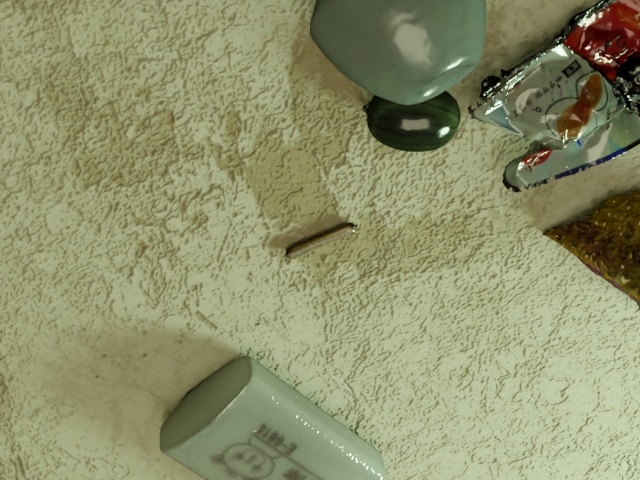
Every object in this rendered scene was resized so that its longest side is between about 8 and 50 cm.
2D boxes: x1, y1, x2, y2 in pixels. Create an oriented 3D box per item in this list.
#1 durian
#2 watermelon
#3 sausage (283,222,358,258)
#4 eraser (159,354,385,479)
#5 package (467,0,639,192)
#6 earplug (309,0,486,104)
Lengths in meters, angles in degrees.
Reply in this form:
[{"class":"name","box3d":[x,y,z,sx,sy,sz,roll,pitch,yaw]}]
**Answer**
[{"class":"durian","box3d":[0.435,0.060,1.577,0.260,0.187,0.153,24,129,-37]},{"class":"watermelon","box3d":[0.102,-0.138,1.432,0.110,0.078,0.078,0,128,-5]},{"class":"sausage","box3d":[0.000,0.000,1.566,0.100,0.015,0.015,-23,126,11]},{"class":"eraser","box3d":[-0.063,0.285,1.734,0.174,0.095,0.270,-39,123,19]},{"class":"package","box3d":[0.306,-0.166,1.444,0.269,0.071,0.194,-31,128,2]},{"class":"earplug","box3d":[0.044,-0.277,1.254,0.214,0.175,0.325,-30,124,14]}]
